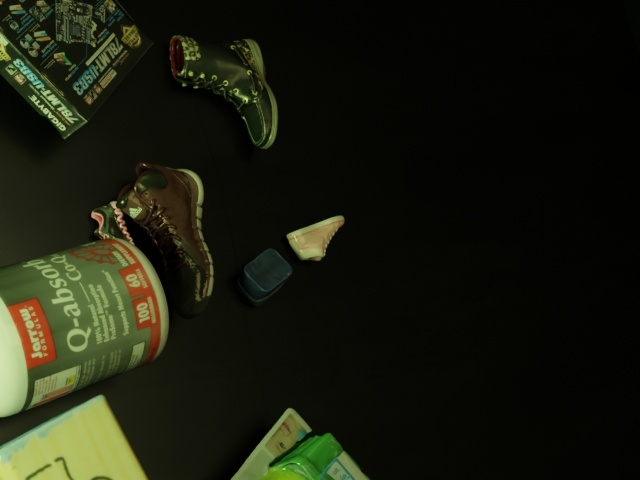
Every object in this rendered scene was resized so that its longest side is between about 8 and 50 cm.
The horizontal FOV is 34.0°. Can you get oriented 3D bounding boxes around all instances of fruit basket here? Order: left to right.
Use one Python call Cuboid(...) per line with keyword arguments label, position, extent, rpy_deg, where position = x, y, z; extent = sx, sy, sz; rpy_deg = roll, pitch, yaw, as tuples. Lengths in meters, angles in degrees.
Cuboid(label="fruit basket", position=(-0.034, 0.498, 1.693), extent=(0.327, 0.165, 0.353), rpy_deg=(51, 42, -9))

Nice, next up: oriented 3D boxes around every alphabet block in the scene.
Cuboid(label="alphabet block", position=(-0.373, 0.360, 1.490), extent=(0.192, 0.193, 0.197), rpy_deg=(-26, 89, -39))

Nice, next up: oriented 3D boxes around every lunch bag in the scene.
Cuboid(label="lunch bag", position=(-0.103, 0.066, 1.900), extent=(0.067, 0.065, 0.098), rpy_deg=(47, 50, 8))

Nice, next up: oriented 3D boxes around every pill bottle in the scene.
Cuboid(label="pill bottle", position=(-0.423, 0.135, 1.533), extent=(0.363, 0.210, 0.210), rpy_deg=(-19, 84, -40))

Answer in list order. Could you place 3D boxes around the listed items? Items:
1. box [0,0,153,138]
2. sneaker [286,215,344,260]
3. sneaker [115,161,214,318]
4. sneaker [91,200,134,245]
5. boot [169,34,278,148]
Cuboid(label="box", position=(-0.448, -0.362, 1.745), extent=(0.293, 0.073, 0.295), rpy_deg=(49, 36, -21))
Cuboid(label="sneaker", position=(0.000, 0.000, 2.015), extent=(0.134, 0.051, 0.070), rpy_deg=(-21, 87, -37))
Cuboid(label="sneaker", position=(-0.275, -0.008, 1.760), extent=(0.162, 0.106, 0.281), rpy_deg=(20, 50, -45))
Cuboid(label="sneaker", position=(-0.351, -0.007, 1.759), extent=(0.057, 0.047, 0.119), rpy_deg=(-13, 73, -33))
Cuboid(label="boot", position=(-0.183, -0.282, 1.970), extent=(0.179, 0.085, 0.236), rpy_deg=(1, 65, -35))
